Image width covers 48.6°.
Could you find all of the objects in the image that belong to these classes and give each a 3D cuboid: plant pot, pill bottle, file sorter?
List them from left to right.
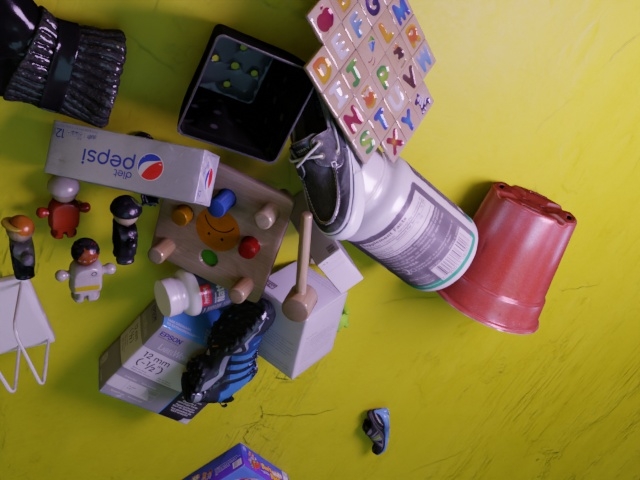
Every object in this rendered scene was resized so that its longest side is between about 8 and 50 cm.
[{"bbox_3d":[-0.719,0.218,1.455,0.278,0.173,0.192,-12,129,-8],"label":"file sorter"},{"bbox_3d":[-0.253,0.100,1.506,0.180,0.108,0.107,-17,133,-33],"label":"pill bottle"},{"bbox_3d":[-0.138,-0.277,1.253,0.188,0.167,0.187,17,120,-25],"label":"plant pot"},{"bbox_3d":[0.149,-0.056,1.479,0.204,0.204,0.361,-43,125,17],"label":"pill bottle"},{"bbox_3d":[0.427,0.027,1.603,0.273,0.272,0.265,12,114,-24],"label":"plant pot"}]

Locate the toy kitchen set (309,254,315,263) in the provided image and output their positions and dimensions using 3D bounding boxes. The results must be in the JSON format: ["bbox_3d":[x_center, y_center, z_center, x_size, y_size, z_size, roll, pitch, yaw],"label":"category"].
[{"bbox_3d":[0.025,0.027,1.592,0.083,0.068,0.075,4,125,-19],"label":"toy kitchen set"}]

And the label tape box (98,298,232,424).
[{"bbox_3d":[-0.307,0.249,1.636,0.249,0.115,0.348,34,113,-34],"label":"label tape box"}]

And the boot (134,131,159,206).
[{"bbox_3d":[-0.330,-0.132,1.349,0.045,0.099,0.121,-6,127,-12],"label":"boot"}]

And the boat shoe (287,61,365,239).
[{"bbox_3d":[-0.011,-0.164,1.290,0.121,0.335,0.119,-21,163,34],"label":"boat shoe"}]

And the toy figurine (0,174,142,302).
[{"bbox_3d":[-0.457,-0.010,1.317,0.213,0.209,0.148,22,128,8],"label":"toy figurine"}]

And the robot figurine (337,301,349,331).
[{"bbox_3d":[0.022,0.172,1.701,0.101,0.067,0.115,-27,129,21],"label":"robot figurine"}]

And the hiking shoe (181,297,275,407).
[{"bbox_3d":[-0.182,0.242,1.557,0.132,0.113,0.304,22,118,-39],"label":"hiking shoe"}]

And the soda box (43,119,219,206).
[{"bbox_3d":[-0.333,-0.135,1.259,0.286,0.091,0.098,11,90,8],"label":"soda box"}]

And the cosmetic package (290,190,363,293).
[{"bbox_3d":[0.000,0.000,1.452,0.060,0.239,0.099,-38,127,4],"label":"cosmetic package"}]

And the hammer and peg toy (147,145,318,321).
[{"bbox_3d":[-0.146,-0.011,1.384,0.361,0.127,0.265,25,121,7],"label":"hammer and peg toy"}]

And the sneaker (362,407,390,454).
[{"bbox_3d":[0.159,0.542,2.033,0.078,0.067,0.188,3,130,8],"label":"sneaker"}]

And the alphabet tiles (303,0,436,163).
[{"bbox_3d":[0.101,-0.319,1.278,0.285,0.011,0.342,-55,132,-23],"label":"alphabet tiles"}]

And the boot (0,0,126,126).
[{"bbox_3d":[-0.436,-0.353,1.127,0.260,0.131,0.348,11,133,-15],"label":"boot"}]

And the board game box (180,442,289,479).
[{"bbox_3d":[-0.290,0.744,2.034,0.347,0.078,0.233,-34,128,10],"label":"board game box"}]

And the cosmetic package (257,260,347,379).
[{"bbox_3d":[-0.057,0.175,1.593,0.151,0.151,0.183,-29,142,-46],"label":"cosmetic package"}]
